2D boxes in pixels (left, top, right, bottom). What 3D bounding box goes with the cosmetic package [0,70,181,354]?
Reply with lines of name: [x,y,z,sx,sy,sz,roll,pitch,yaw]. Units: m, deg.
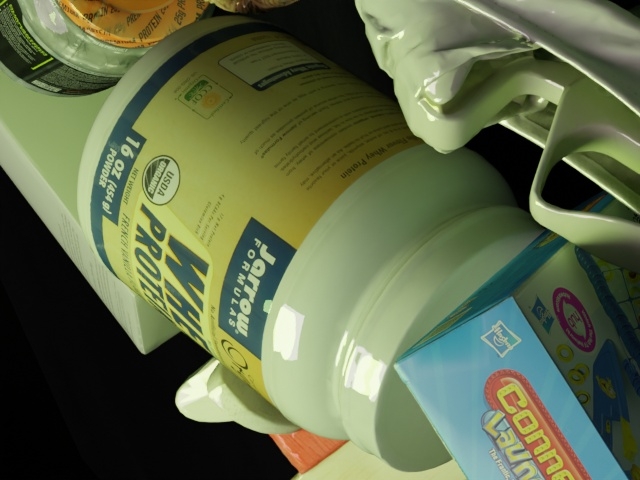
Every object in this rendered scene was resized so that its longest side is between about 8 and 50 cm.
cosmetic package: [-0.221,-0.088,2.040,0.365,0.197,0.155,51,163,22]

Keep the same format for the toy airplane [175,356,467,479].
toy airplane: [0.055,0.214,1.512,0.272,0.384,0.386,-88,-2,-52]

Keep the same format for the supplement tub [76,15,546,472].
supplement tub: [0.000,0.000,1.346,0.316,0.228,0.228,36,154,34]

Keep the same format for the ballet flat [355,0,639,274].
ballet flat: [0.132,-0.081,1.063,0.400,0.139,0.139,34,155,19]

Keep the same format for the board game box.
board game box: [0.212,0.131,1.123,0.086,0.308,0.302,-33,91,30]

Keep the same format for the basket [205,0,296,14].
basket: [-0.068,-0.265,1.283,0.213,0.223,0.299,55,161,8]

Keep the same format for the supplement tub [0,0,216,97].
supplement tub: [-0.208,-0.240,1.743,0.194,0.193,0.316,60,163,-10]

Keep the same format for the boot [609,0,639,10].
boot: [0.150,-0.199,1.059,0.189,0.076,0.208,44,170,-6]
